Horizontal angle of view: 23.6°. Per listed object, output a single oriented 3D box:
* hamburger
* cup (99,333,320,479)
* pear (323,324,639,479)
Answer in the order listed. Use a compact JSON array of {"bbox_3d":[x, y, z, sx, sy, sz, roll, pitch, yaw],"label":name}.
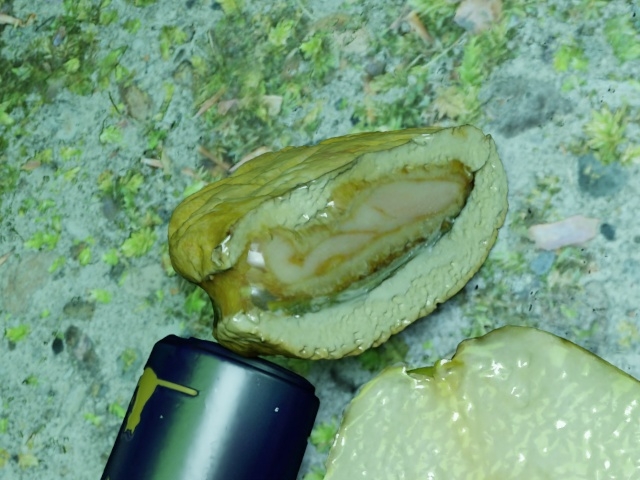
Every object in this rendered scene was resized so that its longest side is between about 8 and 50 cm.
[{"bbox_3d":[-0.002,-0.002,1.379,0.209,0.330,0.162,0,114,53],"label":"hamburger"},{"bbox_3d":[-0.147,0.220,1.405,0.255,0.178,0.256,11,76,33],"label":"cup"},{"bbox_3d":[0.176,0.270,1.175,0.340,0.191,0.386,-23,63,22],"label":"pear"}]
